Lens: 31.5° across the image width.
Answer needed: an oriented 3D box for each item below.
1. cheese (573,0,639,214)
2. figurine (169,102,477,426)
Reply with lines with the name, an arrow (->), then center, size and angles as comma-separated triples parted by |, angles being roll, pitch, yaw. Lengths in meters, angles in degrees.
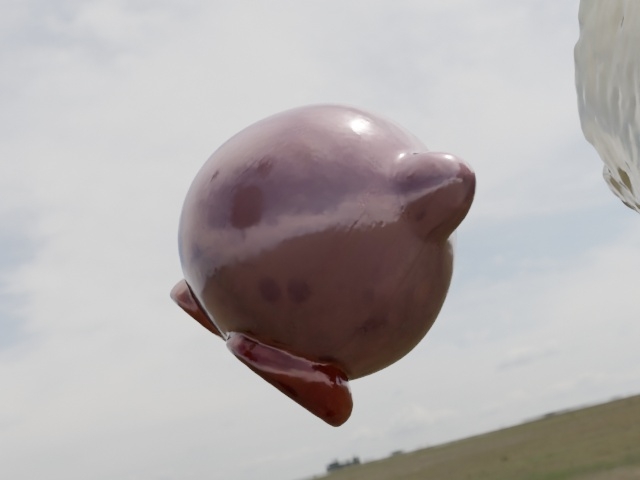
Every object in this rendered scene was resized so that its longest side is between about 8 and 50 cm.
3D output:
cheese -> 0.327, -0.104, 0.644 | 0.332, 0.292, 0.153 | 1, 24, -9
figurine -> 0.000, 0.000, 0.675 | 0.173, 0.173, 0.173 | -13, -12, -3
